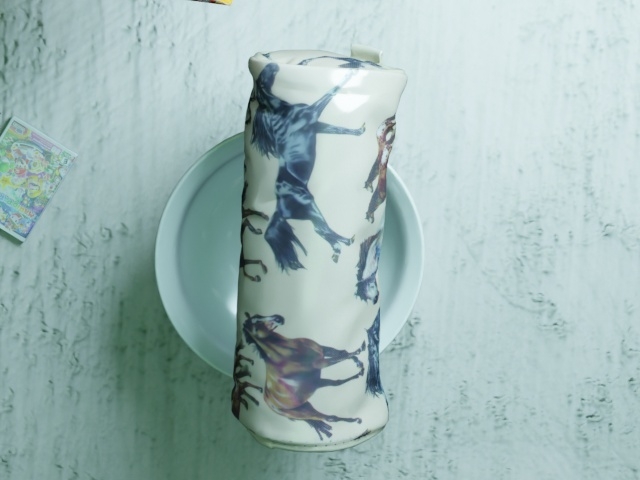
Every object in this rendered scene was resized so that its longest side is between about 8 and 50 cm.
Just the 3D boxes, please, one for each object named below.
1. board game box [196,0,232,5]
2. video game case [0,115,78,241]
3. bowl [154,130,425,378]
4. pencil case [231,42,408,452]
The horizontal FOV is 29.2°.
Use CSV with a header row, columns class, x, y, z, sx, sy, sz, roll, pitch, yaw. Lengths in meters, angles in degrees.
class,x,y,z,sx,sy,sz,roll,pitch,yaw
board game box,-0.290,-0.446,1.146,0.357,0.356,0.356,14,95,35
video game case,-0.352,-0.072,1.436,0.087,0.011,0.122,32,94,-7
bowl,-0.037,0.011,1.403,0.298,0.134,0.297,0,97,-3
pencil case,0.000,0.000,1.260,0.160,0.183,0.410,6,97,25
